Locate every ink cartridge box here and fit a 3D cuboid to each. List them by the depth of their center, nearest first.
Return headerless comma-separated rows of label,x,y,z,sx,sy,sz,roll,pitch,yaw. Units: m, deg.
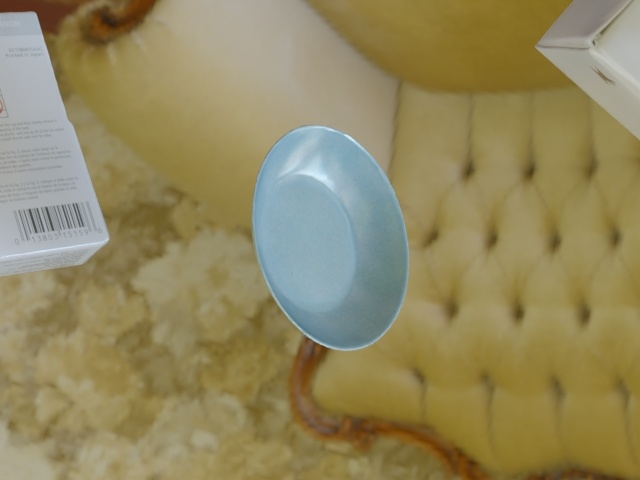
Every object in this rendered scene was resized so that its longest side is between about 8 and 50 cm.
ink cartridge box,-0.348,-0.080,1.359,0.275,0.239,0.060,-9,163,-39

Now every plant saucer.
plant saucer,0.000,0.000,1.302,0.037,0.195,0.195,-15,140,42

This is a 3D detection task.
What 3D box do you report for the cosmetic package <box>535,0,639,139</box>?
cosmetic package,0.305,-0.173,0.763,0.197,0.365,0.155,42,-175,-7
